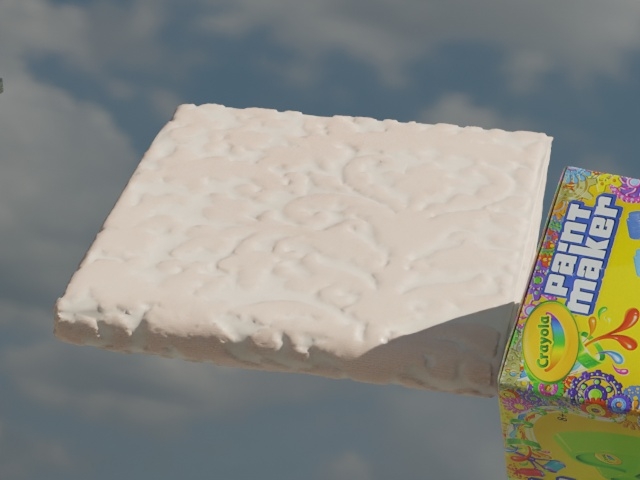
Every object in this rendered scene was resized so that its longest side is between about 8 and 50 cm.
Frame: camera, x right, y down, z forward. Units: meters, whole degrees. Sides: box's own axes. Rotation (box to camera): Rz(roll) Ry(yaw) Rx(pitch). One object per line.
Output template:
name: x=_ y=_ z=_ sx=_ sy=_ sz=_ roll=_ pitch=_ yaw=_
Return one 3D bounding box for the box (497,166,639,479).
box: x=0.281 y=0.123 z=1.282 sx=0.279 sy=0.177 sz=0.290 roll=12 pitch=-31 yaw=17

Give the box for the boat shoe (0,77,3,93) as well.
boat shoe: x=-0.436 y=-0.167 z=1.767 sx=0.302 sy=0.103 sz=0.113 roll=-1 pitch=4 yaw=22

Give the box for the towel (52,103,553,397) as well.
towel: x=0.000 y=0.000 z=1.458 sx=0.332 sy=0.317 sz=0.053 roll=6 pitch=-56 yaw=12
